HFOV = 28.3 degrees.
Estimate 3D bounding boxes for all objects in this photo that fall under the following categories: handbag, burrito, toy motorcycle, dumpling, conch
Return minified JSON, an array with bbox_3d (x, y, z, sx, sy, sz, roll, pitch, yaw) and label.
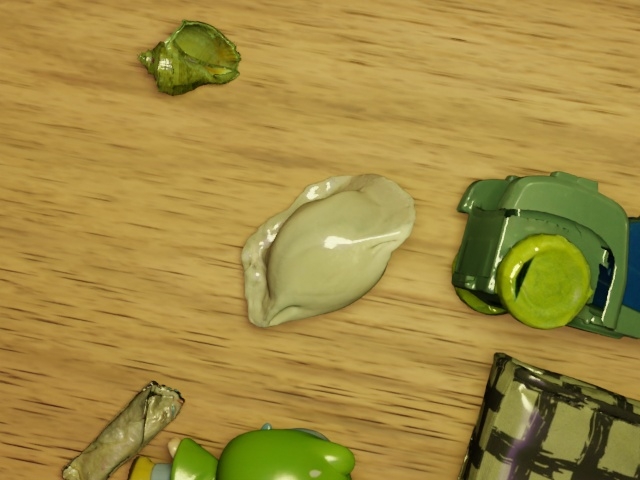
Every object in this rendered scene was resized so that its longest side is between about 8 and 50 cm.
[{"bbox_3d":[0.295,0.318,1.367,0.327,0.162,0.325,18,95,-2],"label":"handbag"},{"bbox_3d":[-0.229,0.230,1.460,0.171,0.042,0.051,-45,85,7],"label":"burrito"},{"bbox_3d":[0.315,0.017,1.357,0.326,0.191,0.200,13,89,-11],"label":"toy motorcycle"},{"bbox_3d":[0.000,0.000,1.404,0.229,0.124,0.151,-32,51,12],"label":"dumpling"},{"bbox_3d":[-0.146,-0.205,1.422,0.121,0.074,0.089,2,131,-17],"label":"conch"}]

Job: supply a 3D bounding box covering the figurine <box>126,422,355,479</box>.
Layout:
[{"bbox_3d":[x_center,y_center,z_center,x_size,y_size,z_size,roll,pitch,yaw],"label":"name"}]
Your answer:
[{"bbox_3d":[-0.084,0.283,1.409,0.263,0.143,0.162,-3,95,16],"label":"figurine"}]
